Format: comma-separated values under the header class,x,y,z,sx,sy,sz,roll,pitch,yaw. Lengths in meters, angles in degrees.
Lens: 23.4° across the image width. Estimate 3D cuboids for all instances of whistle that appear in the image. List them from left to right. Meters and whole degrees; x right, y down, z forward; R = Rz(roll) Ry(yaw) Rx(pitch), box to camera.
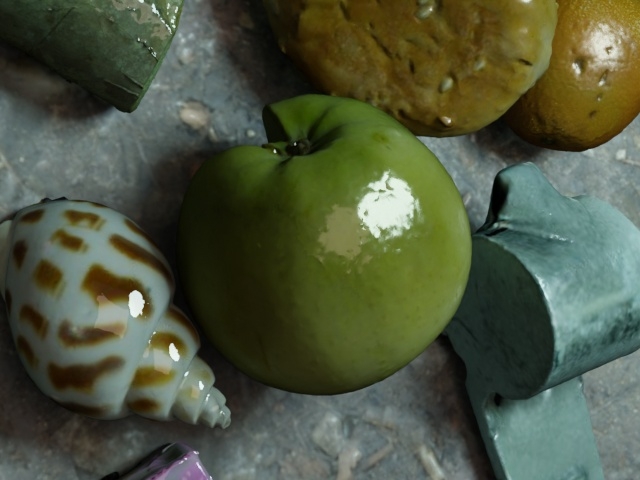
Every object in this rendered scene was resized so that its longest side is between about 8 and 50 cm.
class,x,y,z,sx,sy,sz,roll,pitch,yaw
whistle,0.239,0.122,1.712,0.168,0.188,0.404,-19,128,-33

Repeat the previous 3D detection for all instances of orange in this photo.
class,x,y,z,sx,sy,sz,roll,pitch,yaw
orange,0.281,-0.199,1.728,0.206,0.206,0.206,3,85,-28

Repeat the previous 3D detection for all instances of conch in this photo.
class,x,y,z,sx,sy,sz,roll,pitch,yaw
conch,-0.197,0.079,1.465,0.183,0.149,0.275,-46,105,-20

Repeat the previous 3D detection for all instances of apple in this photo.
class,x,y,z,sx,sy,sz,roll,pitch,yaw
apple,0.000,0.000,1.509,0.292,0.292,0.254,-38,134,-26

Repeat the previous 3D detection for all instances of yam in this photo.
class,x,y,z,sx,sy,sz,roll,pitch,yaw
yam,-0.247,-0.248,1.465,0.268,0.161,0.161,31,72,-20

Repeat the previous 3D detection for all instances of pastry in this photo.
class,x,y,z,sx,sy,sz,roll,pitch,yaw
pastry,0.092,-0.263,1.611,0.316,0.184,0.284,42,110,-11

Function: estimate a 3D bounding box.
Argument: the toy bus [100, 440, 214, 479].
class,x,y,z,sx,sy,sz,roll,pitch,yaw
toy bus,-0.216,0.290,1.464,0.274,0.112,0.090,-31,93,-27
